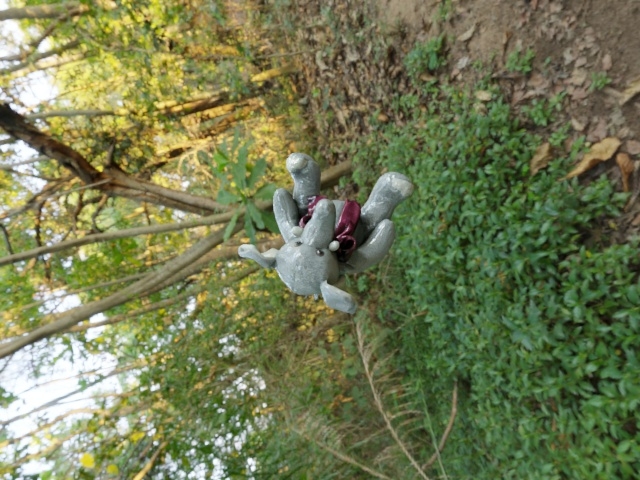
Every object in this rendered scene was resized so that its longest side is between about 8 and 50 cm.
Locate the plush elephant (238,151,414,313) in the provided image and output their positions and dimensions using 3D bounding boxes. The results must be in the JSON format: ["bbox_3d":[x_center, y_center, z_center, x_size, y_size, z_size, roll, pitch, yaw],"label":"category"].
[{"bbox_3d":[0.000,0.000,0.874,0.255,0.272,0.329,-44,-26,-73],"label":"plush elephant"}]
